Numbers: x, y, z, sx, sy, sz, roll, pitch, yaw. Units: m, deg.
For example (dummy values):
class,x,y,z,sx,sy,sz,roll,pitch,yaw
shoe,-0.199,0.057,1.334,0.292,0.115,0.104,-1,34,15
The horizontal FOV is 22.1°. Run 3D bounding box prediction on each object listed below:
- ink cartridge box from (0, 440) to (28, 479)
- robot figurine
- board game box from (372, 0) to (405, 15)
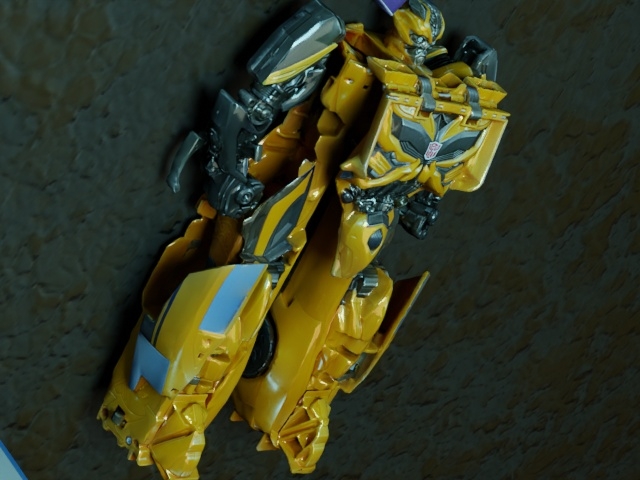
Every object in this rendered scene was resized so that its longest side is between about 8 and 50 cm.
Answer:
class,x,y,z,sx,sy,sz,roll,pitch,yaw
ink cartridge box,-0.255,0.189,0.766,0.232,0.171,0.168,-49,145,7
robot figurine,0.000,0.000,0.909,0.211,0.085,0.291,3,124,-48
board game box,0.035,-0.206,0.767,0.141,0.048,0.170,-48,145,2
